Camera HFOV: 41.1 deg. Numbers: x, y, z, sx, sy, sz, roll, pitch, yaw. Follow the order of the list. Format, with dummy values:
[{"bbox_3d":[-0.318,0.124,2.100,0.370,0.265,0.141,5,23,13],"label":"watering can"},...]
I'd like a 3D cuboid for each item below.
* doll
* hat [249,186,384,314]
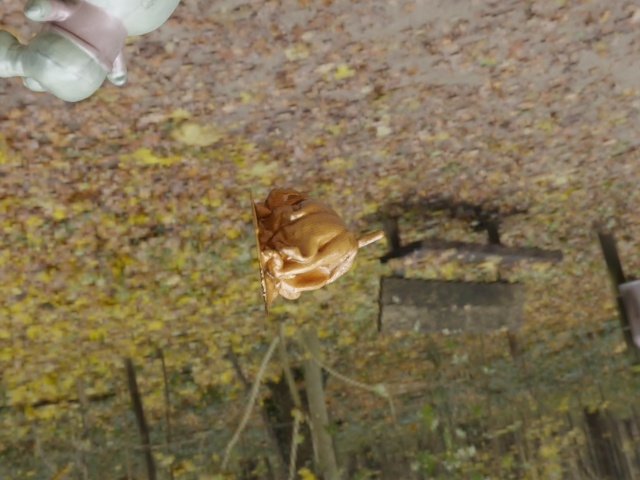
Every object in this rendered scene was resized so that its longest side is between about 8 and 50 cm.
[{"bbox_3d":[-0.231,-0.254,0.926,0.275,0.113,0.155,-47,149,-3],"label":"doll"},{"bbox_3d":[0.000,0.000,1.511,0.233,0.233,0.244,-8,168,-5],"label":"hat"}]
